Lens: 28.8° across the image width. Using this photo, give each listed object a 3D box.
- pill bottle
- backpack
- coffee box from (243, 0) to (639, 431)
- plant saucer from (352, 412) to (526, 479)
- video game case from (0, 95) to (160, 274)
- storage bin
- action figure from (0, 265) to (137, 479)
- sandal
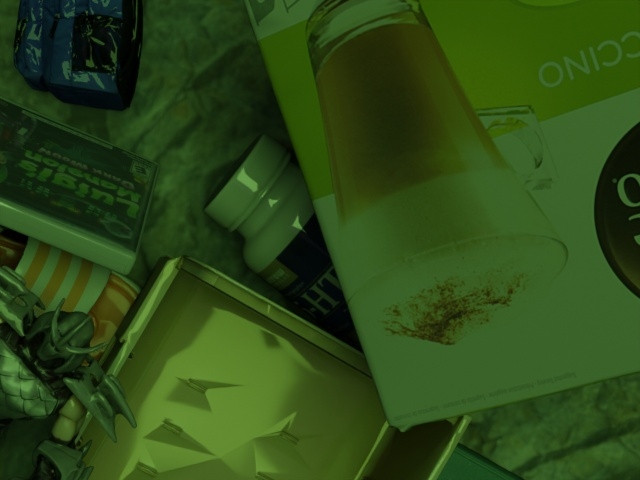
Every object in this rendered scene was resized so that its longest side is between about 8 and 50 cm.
[{"bbox_3d":[0.000,0.000,1.039,0.187,0.112,0.112,38,79,-9],"label":"pill bottle"},{"bbox_3d":[-0.192,-0.176,1.008,0.101,0.098,0.120,8,86,-10],"label":"backpack"},{"bbox_3d":[0.206,-0.092,0.916,0.338,0.338,0.334,-18,91,27],"label":"coffee box"},{"bbox_3d":[0.120,0.214,1.106,0.192,0.018,0.067,30,80,-10],"label":"plant saucer"},{"bbox_3d":[-0.222,-0.055,0.964,0.190,0.173,0.022,23,115,-12],"label":"video game case"},{"bbox_3d":[-0.069,0.181,0.988,0.260,0.123,0.262,31,86,-14],"label":"storage bin"},{"bbox_3d":[-0.255,0.125,0.894,0.285,0.099,0.185,-34,91,27],"label":"action figure"},{"bbox_3d":[-0.261,0.031,0.989,0.265,0.076,0.102,26,81,-12],"label":"sandal"}]
